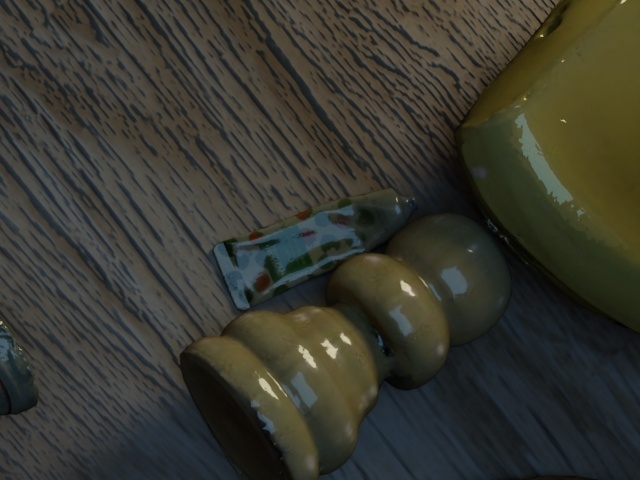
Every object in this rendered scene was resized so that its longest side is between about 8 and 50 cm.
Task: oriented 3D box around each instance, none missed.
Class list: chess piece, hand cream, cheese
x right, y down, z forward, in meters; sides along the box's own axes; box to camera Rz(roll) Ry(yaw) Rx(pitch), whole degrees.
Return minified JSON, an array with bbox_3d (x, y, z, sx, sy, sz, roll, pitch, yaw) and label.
[{"bbox_3d":[0.034,0.077,1.372,0.261,0.143,0.143,-33,93,-21],"label":"chess piece"},{"bbox_3d":[0.000,0.000,1.417,0.165,0.037,0.057,-22,90,-9],"label":"hand cream"},{"bbox_3d":[0.263,-0.043,1.427,0.259,0.128,0.316,-45,107,-20],"label":"cheese"}]

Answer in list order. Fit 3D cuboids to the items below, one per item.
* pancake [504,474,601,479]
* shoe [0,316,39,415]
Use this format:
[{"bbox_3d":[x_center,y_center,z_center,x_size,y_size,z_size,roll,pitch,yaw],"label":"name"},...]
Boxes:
[{"bbox_3d":[0.199,0.323,1.322,0.382,0.071,0.382,9,45,-9],"label":"pancake"},{"bbox_3d":[-0.310,0.059,1.295,0.125,0.099,0.227,-41,99,-17],"label":"shoe"}]
